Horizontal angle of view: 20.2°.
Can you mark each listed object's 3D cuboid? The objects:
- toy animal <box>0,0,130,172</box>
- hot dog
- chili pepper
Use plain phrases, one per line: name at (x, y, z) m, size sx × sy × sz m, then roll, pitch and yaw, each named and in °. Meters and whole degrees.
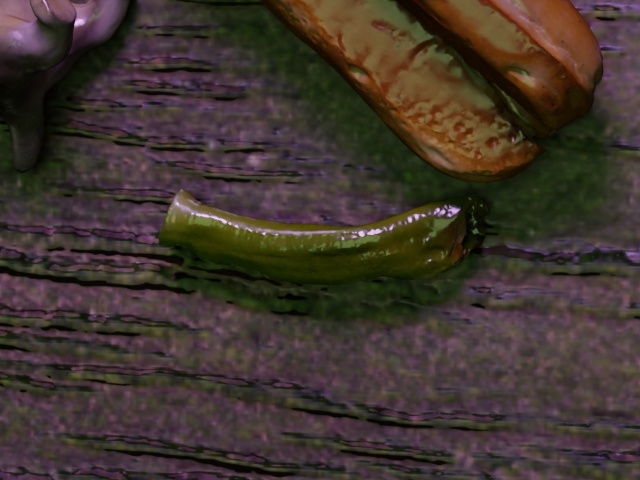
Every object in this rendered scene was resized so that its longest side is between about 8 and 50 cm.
toy animal at (-0.233, -0.165, 1.091) m, size 0.233 × 0.121 × 0.168 m, roll 38°, pitch 120°, yaw -3°
hot dog at (0.019, -0.178, 1.024) m, size 0.337 × 0.100 × 0.135 m, roll 43°, pitch 133°, yaw -1°
chili pepper at (0.000, 0.000, 1.085) m, size 0.202 × 0.050 × 0.052 m, roll 3°, pitch 133°, yaw 12°
